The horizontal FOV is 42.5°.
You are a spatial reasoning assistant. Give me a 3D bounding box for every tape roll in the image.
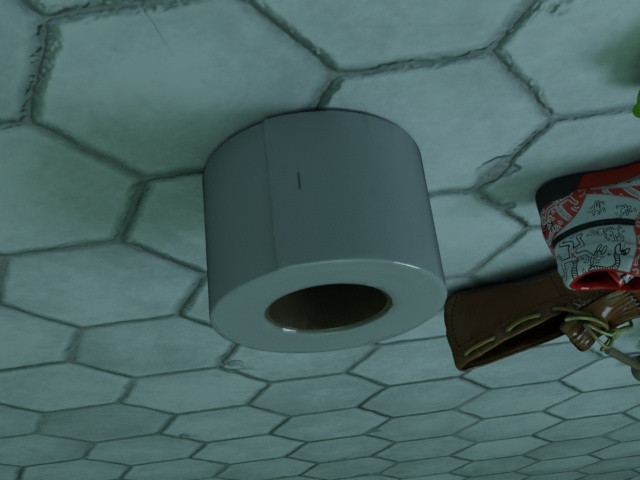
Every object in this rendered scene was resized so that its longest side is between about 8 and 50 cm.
[{"bbox_3d":[0.000,0.000,0.874,0.246,0.169,0.246,-5,152,-3],"label":"tape roll"}]

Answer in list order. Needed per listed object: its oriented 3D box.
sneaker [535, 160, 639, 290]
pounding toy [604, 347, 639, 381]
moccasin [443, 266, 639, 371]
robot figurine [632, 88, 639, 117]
[{"bbox_3d":[0.395,-0.025,0.945,0.270,0.145,0.090,-16,152,17],"label":"sneaker"},{"bbox_3d":[0.693,0.236,1.564,0.236,0.110,0.183,-26,147,33],"label":"pounding toy"},{"bbox_3d":[0.367,0.106,1.192,0.380,0.147,0.139,-15,152,15],"label":"moccasin"},{"bbox_3d":[0.342,-0.148,0.778,0.101,0.067,0.115,-34,157,-16],"label":"robot figurine"}]
